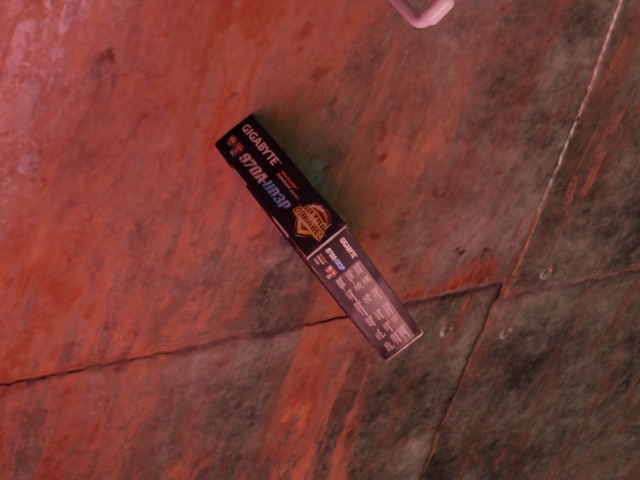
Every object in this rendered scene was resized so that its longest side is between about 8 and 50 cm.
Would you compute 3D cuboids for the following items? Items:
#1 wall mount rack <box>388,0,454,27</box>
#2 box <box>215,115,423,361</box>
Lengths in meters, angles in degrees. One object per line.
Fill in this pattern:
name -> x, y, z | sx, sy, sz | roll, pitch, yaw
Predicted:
wall mount rack -> 0.099, -0.342, 1.617 | 0.350, 0.130, 0.304 | 19, 115, -49
box -> 0.000, 0.000, 1.854 | 0.051, 0.175, 0.220 | -38, 142, -1
